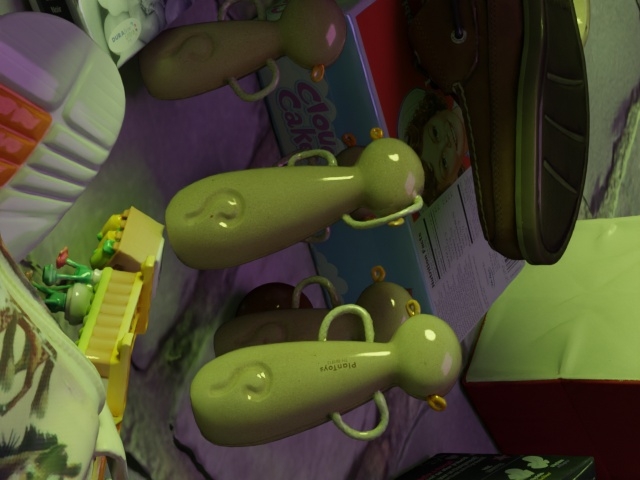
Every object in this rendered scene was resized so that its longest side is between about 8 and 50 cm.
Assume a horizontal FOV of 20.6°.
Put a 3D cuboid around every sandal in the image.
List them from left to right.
[{"bbox_3d":[-0.205,-0.006,0.868,0.102,0.076,0.265,45,70,-29],"label":"sandal"}]

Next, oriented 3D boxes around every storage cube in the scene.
[{"bbox_3d":[0.256,0.109,1.482,0.193,0.183,0.215,58,42,-37],"label":"storage cube"}]

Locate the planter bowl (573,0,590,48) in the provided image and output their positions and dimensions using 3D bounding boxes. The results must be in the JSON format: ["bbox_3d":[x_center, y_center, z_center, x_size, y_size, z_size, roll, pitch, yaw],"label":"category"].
[{"bbox_3d":[0.149,-0.186,1.406,0.162,0.109,0.162,6,83,-58],"label":"planter bowl"}]

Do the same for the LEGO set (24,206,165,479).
[{"bbox_3d":[-0.157,0.090,0.938,0.132,0.107,0.287,101,-3,-65],"label":"LEGO set"}]

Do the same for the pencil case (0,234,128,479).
[{"bbox_3d":[-0.215,-0.049,0.678,0.160,0.183,0.410,-99,171,-62],"label":"pencil case"}]

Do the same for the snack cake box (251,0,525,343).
[{"bbox_3d":[0.051,-0.062,1.258,0.152,0.089,0.264,-42,122,-49],"label":"snack cake box"}]

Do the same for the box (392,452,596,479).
[{"bbox_3d":[0.121,0.294,1.291,0.163,0.142,0.247,-18,104,-59],"label":"box"}]

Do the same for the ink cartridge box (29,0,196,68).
[{"bbox_3d":[-0.123,-0.229,1.035,0.206,0.045,0.208,-50,126,-48],"label":"ink cartridge box"}]

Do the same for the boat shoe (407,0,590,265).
[{"bbox_3d":[0.118,-0.132,1.195,0.111,0.104,0.307,26,63,-63],"label":"boat shoe"}]

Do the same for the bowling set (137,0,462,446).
[{"bbox_3d":[0.000,0.000,1.082,0.200,0.154,0.287,54,24,-70],"label":"bowling set"}]
